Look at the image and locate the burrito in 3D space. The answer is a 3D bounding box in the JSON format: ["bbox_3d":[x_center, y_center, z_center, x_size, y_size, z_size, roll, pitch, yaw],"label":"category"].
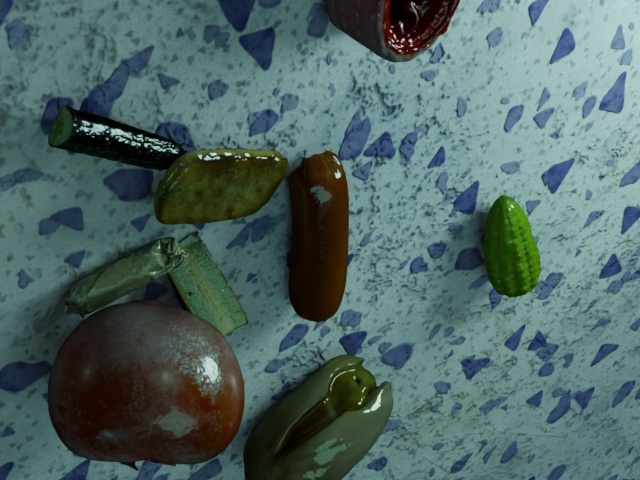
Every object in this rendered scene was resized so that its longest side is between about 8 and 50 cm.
[{"bbox_3d":[-0.270,0.049,1.754,0.188,0.045,0.058,-28,123,-14],"label":"burrito"}]

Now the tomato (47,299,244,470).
[{"bbox_3d":[-0.238,0.195,1.748,0.270,0.270,0.227,5,85,-43],"label":"tomato"}]

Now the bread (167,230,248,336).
[{"bbox_3d":[-0.167,0.069,1.829,0.074,0.084,0.139,-31,138,-14],"label":"bread"}]

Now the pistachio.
[{"bbox_3d":[-0.003,0.322,2.132,0.288,0.166,0.197,-38,164,-15],"label":"pistachio"}]

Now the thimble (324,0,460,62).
[{"bbox_3d":[0.096,-0.337,1.671,0.163,0.125,0.190,-22,135,-29],"label":"thimble"}]

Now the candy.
[{"bbox_3d":[0.323,0.005,2.184,0.096,0.097,0.209,-31,135,-16],"label":"candy"}]

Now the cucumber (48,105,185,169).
[{"bbox_3d":[-0.251,-0.124,1.612,0.214,0.058,0.052,11,72,-51],"label":"cucumber"}]

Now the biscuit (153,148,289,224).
[{"bbox_3d":[-0.135,-0.075,1.745,0.247,0.029,0.118,-5,134,-54],"label":"biscuit"}]

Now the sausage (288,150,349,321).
[{"bbox_3d":[0.000,0.000,1.912,0.089,0.083,0.300,-13,131,-17],"label":"sausage"}]
